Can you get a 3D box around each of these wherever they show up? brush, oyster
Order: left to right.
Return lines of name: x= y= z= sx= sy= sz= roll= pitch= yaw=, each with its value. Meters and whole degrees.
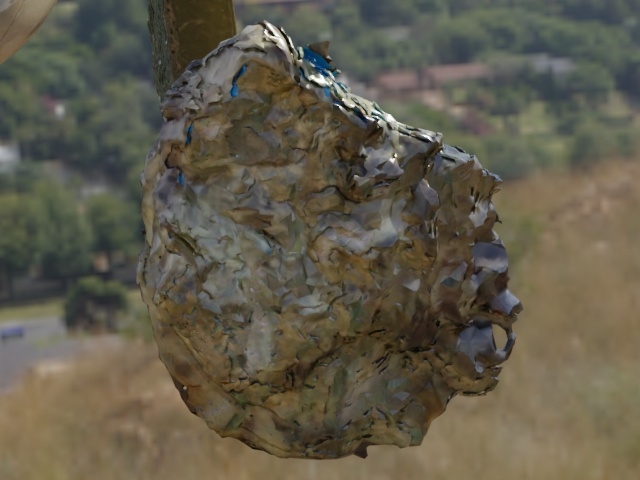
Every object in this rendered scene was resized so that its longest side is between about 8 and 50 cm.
brush: x=-0.103 y=-0.163 z=1.486 sx=0.059 sy=0.197 sz=0.123 roll=-11 pitch=39 yaw=-9
oyster: x=0.003 y=0.004 z=1.006 sx=0.198 sy=0.259 sz=0.092 roll=-20 pitch=17 yaw=-13

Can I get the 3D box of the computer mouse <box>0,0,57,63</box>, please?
computer mouse: x=-0.235 y=-0.215 z=1.370 sx=0.145 sy=0.236 sz=0.082 roll=-6 pitch=-30 yaw=37
